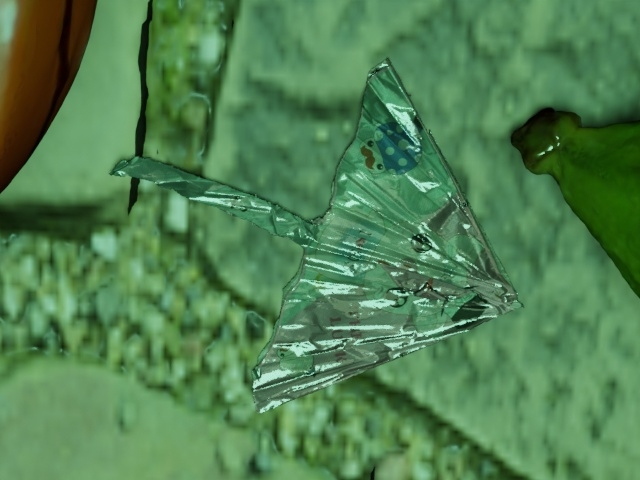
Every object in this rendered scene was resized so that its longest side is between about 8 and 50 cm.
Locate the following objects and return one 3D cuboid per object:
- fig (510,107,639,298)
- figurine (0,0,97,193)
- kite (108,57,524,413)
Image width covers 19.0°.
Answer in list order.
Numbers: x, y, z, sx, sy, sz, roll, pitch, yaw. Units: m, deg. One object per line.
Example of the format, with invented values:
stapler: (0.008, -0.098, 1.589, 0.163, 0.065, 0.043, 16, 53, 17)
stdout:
fig: (0.181, -0.001, 0.625, 0.235, 0.203, 0.203, 6, 112, 38)
figurine: (-0.159, -0.129, 0.539, 0.320, 0.196, 0.323, 16, 101, 39)
kite: (0.000, 0.000, 0.678, 0.156, 0.011, 0.139, 21, 103, -8)
